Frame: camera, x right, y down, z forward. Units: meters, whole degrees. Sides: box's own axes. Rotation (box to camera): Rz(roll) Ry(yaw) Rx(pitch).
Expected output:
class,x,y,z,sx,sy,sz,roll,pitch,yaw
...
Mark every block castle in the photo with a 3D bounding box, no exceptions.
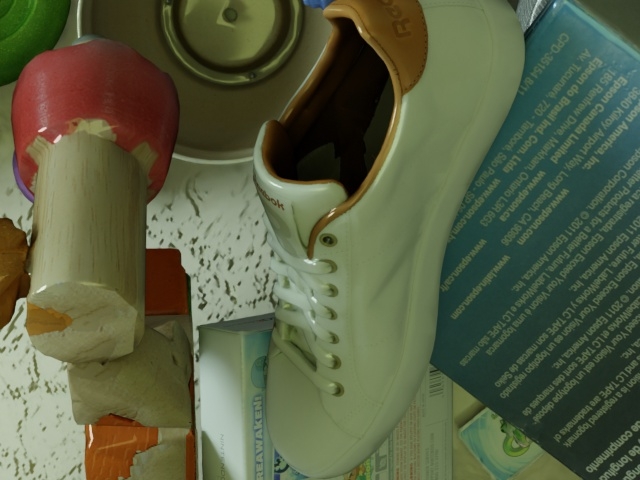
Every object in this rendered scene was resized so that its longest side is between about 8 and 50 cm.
class,x,y,z,sx,sy,sz,roll,pitch,yaw
block castle,-0.220,0.093,0.842,0.303,0.213,0.453,0,135,-5

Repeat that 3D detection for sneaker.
class,x,y,z,sx,sy,sz,roll,pitch,yaw
sneaker,0.000,0.000,0.773,0.123,0.106,0.290,-4,120,-40

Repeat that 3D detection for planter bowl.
class,x,y,z,sx,sy,sz,roll,pitch,yaw
planter bowl,-0.058,-0.134,0.908,0.162,0.109,0.162,0,102,2

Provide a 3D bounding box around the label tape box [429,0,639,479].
class,x,y,z,sx,sy,sz,roll,pitch,yaw
label tape box,0.210,0.031,0.827,0.334,0.106,0.240,38,129,1

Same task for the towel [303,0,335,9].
class,x,y,z,sx,sy,sz,roll,pitch,yaw
towel,0.106,-0.263,0.808,0.336,0.243,0.040,-22,144,-3

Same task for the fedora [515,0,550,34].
class,x,y,z,sx,sy,sz,roll,pitch,yaw
fedora,0.248,-0.130,0.886,0.244,0.124,0.275,40,117,-3

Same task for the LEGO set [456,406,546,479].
class,x,y,z,sx,sy,sz,roll,pitch,yaw
LEGO set,0.196,0.157,1.010,0.244,0.060,0.182,-40,86,8

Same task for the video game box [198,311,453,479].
class,x,y,z,sx,sy,sz,roll,pitch,yaw
video game box,0.008,0.141,0.933,0.048,0.187,0.205,6,100,43

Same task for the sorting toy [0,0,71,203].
class,x,y,z,sx,sy,sz,roll,pitch,yaw
sorting toy,-0.198,-0.168,0.859,0.127,0.126,0.365,-33,113,-21
